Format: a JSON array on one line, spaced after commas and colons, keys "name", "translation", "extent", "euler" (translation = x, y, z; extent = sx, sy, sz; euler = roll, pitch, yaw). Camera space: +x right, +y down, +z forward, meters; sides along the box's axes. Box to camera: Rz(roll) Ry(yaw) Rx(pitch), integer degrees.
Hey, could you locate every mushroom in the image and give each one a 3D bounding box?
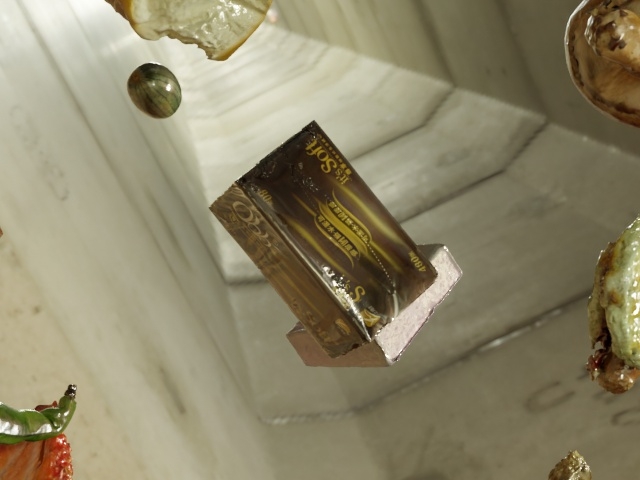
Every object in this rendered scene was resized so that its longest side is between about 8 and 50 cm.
[{"name": "mushroom", "translation": [0.484, -0.276, 1.707], "extent": [0.254, 0.267, 0.267], "euler": [-39, -163, -23]}]

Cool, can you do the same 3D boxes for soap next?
[{"name": "soap", "translation": [0.113, 0.135, 2.427], "extent": [0.285, 0.107, 0.296], "euler": [-7, -146, 53]}]

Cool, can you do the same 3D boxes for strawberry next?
[{"name": "strawberry", "translation": [-0.397, 0.334, 1.518], "extent": [0.175, 0.098, 0.228], "euler": [-22, -141, 16]}]

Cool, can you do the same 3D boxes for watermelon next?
[{"name": "watermelon", "translation": [-0.256, -0.231, 1.780], "extent": [0.078, 0.078, 0.110], "euler": [-26, 152, 2]}]

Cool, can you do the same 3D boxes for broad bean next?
[{"name": "broad bean", "translation": [-0.362, 0.218, 1.392], "extent": [0.046, 0.061, 0.195], "euler": [-4, -179, 29]}]

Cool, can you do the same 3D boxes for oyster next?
[{"name": "oyster", "translation": [0.322, 0.371, 1.562], "extent": [0.105, 0.177, 0.056], "euler": [6, -171, -33]}]

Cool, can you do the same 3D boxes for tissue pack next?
[{"name": "tissue pack", "translation": [0.000, 0.000, 2.013], "extent": [0.210, 0.370, 0.198], "euler": [-40, -179, -24]}]

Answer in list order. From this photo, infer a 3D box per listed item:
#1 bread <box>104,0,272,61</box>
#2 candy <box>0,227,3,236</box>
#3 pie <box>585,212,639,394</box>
[{"name": "bread", "translation": [-0.185, -0.407, 1.522], "extent": [0.250, 0.225, 0.279], "euler": [-55, -139, 19]}, {"name": "candy", "translation": [-0.459, -0.046, 1.295], "extent": [0.084, 0.078, 0.288], "euler": [-36, -135, -29]}, {"name": "pie", "translation": [0.432, 0.042, 1.473], "extent": [0.106, 0.257, 0.274], "euler": [22, -132, 34]}]
